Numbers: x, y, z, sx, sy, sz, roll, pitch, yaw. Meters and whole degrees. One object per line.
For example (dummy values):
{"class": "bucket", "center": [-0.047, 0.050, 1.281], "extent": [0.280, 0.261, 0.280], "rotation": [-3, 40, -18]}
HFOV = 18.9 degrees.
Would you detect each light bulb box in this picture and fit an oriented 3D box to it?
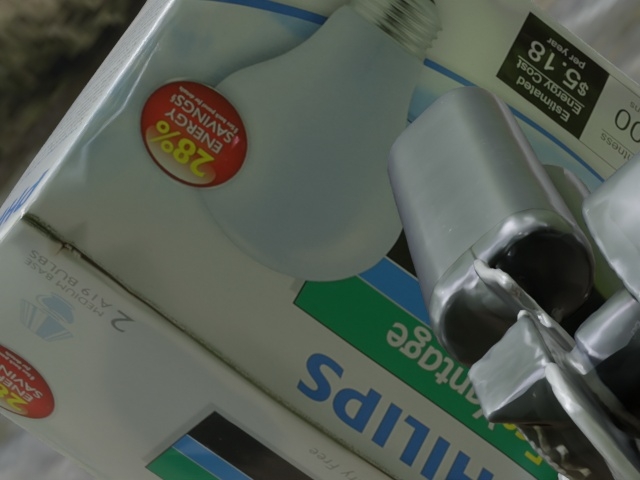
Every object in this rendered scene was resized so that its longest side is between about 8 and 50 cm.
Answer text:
{"class": "light bulb box", "center": [0.000, 0.000, 1.231], "extent": [0.225, 0.358, 0.361], "rotation": [-41, 17, 54]}

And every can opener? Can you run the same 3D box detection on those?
{"class": "can opener", "center": [0.079, 0.005, 0.494], "extent": [0.095, 0.076, 0.283], "rotation": [-44, 15, 10]}
